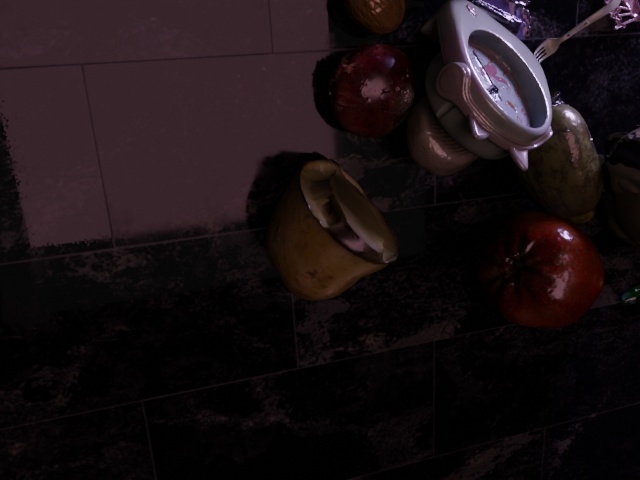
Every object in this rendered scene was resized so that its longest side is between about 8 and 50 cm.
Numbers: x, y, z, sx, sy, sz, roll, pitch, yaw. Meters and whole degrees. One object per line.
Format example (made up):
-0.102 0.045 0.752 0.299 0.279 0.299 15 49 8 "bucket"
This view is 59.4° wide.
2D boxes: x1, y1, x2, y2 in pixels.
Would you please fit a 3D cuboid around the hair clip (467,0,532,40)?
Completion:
0.351 -0.451 1.122 0.196 0.052 0.124 9 109 -25 "hair clip"

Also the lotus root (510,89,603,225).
0.509 -0.156 1.190 0.173 0.173 0.309 -31 108 -6 "lotus root"

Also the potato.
0.000 0.000 1.045 0.243 0.285 0.242 -16 139 -15 "potato"

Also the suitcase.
0.724 -0.094 1.201 0.194 0.339 0.351 -45 146 -3 "suitcase"

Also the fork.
0.537 -0.447 1.183 0.220 0.028 0.034 -36 106 4 "fork"

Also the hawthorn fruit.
0.494 0.072 1.244 0.300 0.254 0.253 14 103 -48 "hawthorn fruit"

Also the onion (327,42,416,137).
0.110 -0.277 1.047 0.184 0.147 0.183 -12 114 -29 "onion"

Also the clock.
0.303 -0.272 1.028 0.265 0.109 0.323 26 52 -27 "clock"

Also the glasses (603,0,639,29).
0.693 -0.564 1.171 0.162 0.095 0.255 17 99 -4 "glasses"

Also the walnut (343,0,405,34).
0.099 -0.430 1.024 0.124 0.105 0.105 41 91 -27 "walnut"

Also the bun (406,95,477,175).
0.243 -0.209 1.123 0.173 0.113 0.166 16 75 -26 "bun"

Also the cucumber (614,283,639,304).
0.836 0.129 1.456 0.168 0.039 0.039 -31 113 -8 "cucumber"
